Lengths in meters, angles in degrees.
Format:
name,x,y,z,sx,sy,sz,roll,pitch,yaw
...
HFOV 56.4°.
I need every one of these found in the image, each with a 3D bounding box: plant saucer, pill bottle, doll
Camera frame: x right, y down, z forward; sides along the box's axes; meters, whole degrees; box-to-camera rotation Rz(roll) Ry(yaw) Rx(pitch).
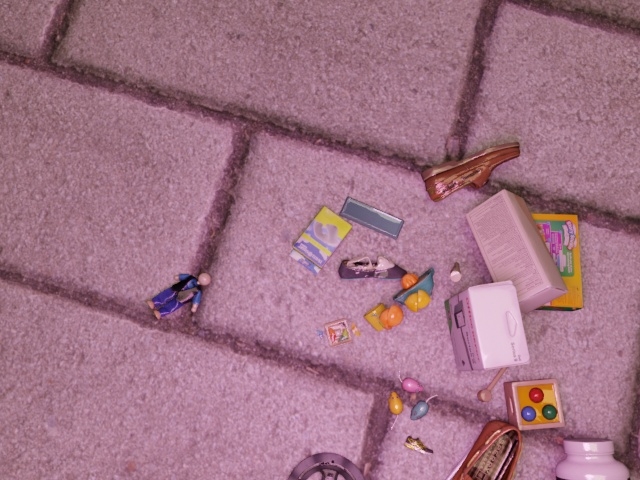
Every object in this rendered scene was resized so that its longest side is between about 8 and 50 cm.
name,x,y,z,sx,sy,sz,roll,pitch,yaw
plant saucer,0.156,-0.070,1.805,0.191,0.018,0.067,23,78,6
pill bottle,0.714,0.686,1.548,0.181,0.181,0.323,-1,76,0
doll,-0.401,0.157,1.736,0.189,0.046,0.129,-34,70,-14

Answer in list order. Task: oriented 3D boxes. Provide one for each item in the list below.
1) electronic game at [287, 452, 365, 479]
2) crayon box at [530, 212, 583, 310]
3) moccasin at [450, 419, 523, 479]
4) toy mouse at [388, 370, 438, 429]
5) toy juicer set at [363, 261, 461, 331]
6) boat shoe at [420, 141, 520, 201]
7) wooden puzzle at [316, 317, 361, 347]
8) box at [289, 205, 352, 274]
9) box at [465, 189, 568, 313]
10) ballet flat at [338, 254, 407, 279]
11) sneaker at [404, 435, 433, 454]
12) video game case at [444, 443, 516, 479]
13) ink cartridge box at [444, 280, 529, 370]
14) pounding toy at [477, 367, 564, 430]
name,x,y,z,sx,sy,sz,roll,pitch,yaw
electronic game,0.016,0.693,1.612,0.229,0.048,0.230,0,77,-1
crayon box,0.662,0.062,1.742,0.165,0.081,0.279,2,77,0
moccasin,0.418,0.652,1.547,0.139,0.147,0.380,35,80,8
toy mouse,0.263,0.445,1.678,0.142,0.031,0.161,-4,77,-1
toy juicer set,0.270,0.130,1.661,0.329,0.209,0.090,-35,88,-7
boat shoe,0.462,-0.202,1.798,0.307,0.111,0.105,-20,81,5
wooden puzzle,0.052,0.266,1.729,0.116,0.014,0.079,-22,78,-5
box,0.000,0.000,1.776,0.109,0.042,0.178,36,79,8
box,0.541,0.032,1.662,0.148,0.121,0.311,-35,56,35
ballet flat,0.153,0.078,1.738,0.203,0.074,0.074,-1,77,2
sneaker,0.274,0.566,1.650,0.083,0.031,0.035,20,77,4
video game case,0.428,0.694,1.625,0.183,0.023,0.201,41,80,8
ink cartridge box,0.435,0.235,1.595,0.121,0.289,0.211,-8,77,-2
pounding toy,0.546,0.427,1.651,0.205,0.094,0.181,-5,77,-2
